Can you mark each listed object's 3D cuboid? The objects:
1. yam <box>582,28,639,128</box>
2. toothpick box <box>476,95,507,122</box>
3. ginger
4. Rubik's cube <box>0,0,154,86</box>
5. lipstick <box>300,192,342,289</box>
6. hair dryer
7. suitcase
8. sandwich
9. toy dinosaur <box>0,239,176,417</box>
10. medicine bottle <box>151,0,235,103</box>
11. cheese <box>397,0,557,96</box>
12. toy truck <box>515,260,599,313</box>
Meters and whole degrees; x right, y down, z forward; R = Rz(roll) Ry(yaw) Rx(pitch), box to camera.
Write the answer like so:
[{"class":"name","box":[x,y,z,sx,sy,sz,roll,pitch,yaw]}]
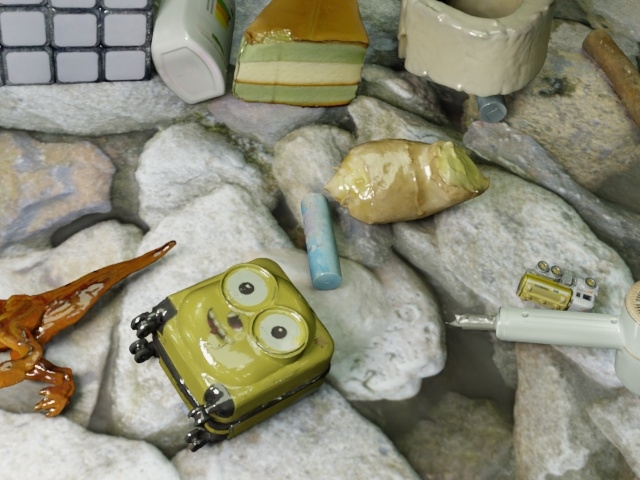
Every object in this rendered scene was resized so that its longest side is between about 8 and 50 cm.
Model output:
[{"class":"yam","box":[0.609,-0.312,1.741,0.066,0.066,0.299,-7,54,-18]},{"class":"toothpick box","box":[0.319,-0.267,1.643,0.052,0.052,0.083,7,51,-8]},{"class":"ginger","box":[0.137,-0.101,1.419,0.267,0.152,0.138,-9,81,1]},{"class":"Rubik's cube","box":[-0.460,-0.486,1.451,0.337,0.344,0.344,-4,55,-16]},{"class":"lipstick","box":[0.000,0.000,1.365,0.048,0.048,0.158,0,53,-13]},{"class":"hair dryer","box":[0.367,0.137,1.305,0.357,0.173,0.107,5,45,15]},{"class":"suitcase","box":[-0.110,0.139,1.169,0.235,0.143,0.194,-24,61,-29]},{"class":"sandwich","box":[-0.050,-0.359,1.568,0.227,0.155,0.198,-1,51,-14]},{"class":"toy dinosaur","box":[-0.373,0.123,1.158,0.432,0.097,0.208,-9,46,-24]},{"class":"medicine bottle","box":[-0.215,-0.392,1.548,0.111,0.161,0.296,-14,48,16]},{"class":"cheese","box":[0.284,-0.409,1.645,0.292,0.153,0.332,14,40,14]},{"class":"toy truck","box":[0.373,0.081,1.385,0.123,0.052,0.063,20,55,4]}]
